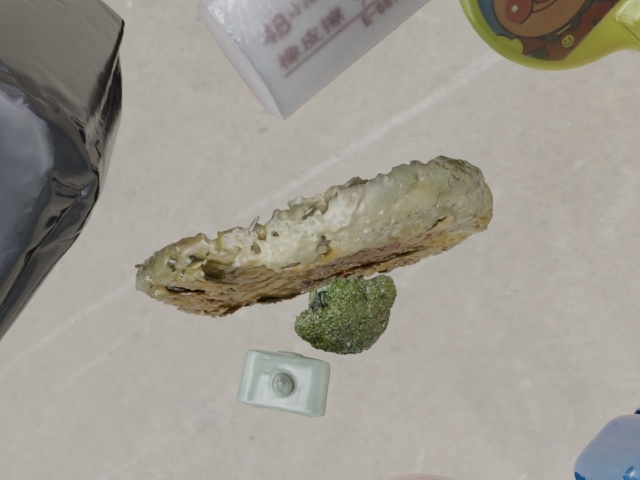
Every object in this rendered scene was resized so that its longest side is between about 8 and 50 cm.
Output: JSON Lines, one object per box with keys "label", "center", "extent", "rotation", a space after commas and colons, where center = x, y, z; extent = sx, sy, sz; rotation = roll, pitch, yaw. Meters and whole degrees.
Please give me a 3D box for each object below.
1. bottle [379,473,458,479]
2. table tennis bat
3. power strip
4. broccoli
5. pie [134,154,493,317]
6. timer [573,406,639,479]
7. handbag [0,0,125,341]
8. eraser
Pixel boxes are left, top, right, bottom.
{"label": "bottle", "center": [0.132, 0.438, 1.575], "extent": [0.147, 0.147, 0.236], "rotation": [8, 97, 40]}
{"label": "table tennis bat", "center": [0.277, -0.231, 1.133], "extent": [0.224, 0.368, 0.054], "rotation": [-48, 35, 12]}
{"label": "power strip", "center": [-0.037, 0.158, 1.318], "extent": [0.091, 0.385, 0.062], "rotation": [10, 82, 1]}
{"label": "broccoli", "center": [0.027, 0.078, 1.430], "extent": [0.130, 0.131, 0.120], "rotation": [104, 144, -65]}
{"label": "pie", "center": [0.000, 0.000, 0.848], "extent": [0.274, 0.274, 0.055], "rotation": [-22, 80, 41]}
{"label": "timer", "center": [0.344, 0.247, 0.890], "extent": [0.309, 0.340, 0.115], "rotation": [43, 84, 4]}
{"label": "handbag", "center": [-0.260, -0.046, 0.801], "extent": [0.275, 0.178, 0.302], "rotation": [-52, 19, 16]}
{"label": "eraser", "center": [0.004, -0.295, 1.445], "extent": [0.174, 0.270, 0.095], "rotation": [55, 171, -29]}
